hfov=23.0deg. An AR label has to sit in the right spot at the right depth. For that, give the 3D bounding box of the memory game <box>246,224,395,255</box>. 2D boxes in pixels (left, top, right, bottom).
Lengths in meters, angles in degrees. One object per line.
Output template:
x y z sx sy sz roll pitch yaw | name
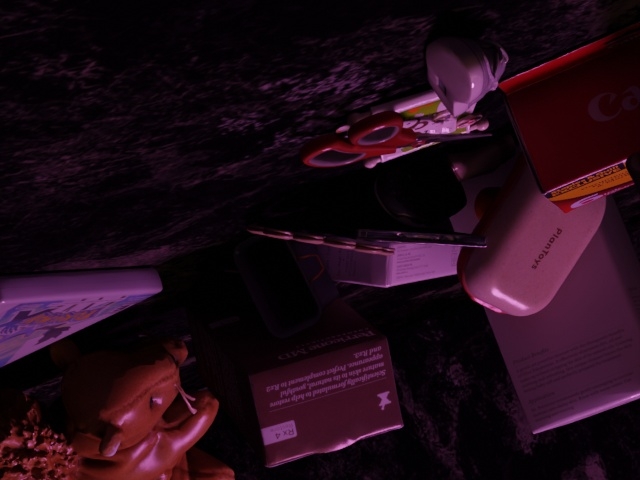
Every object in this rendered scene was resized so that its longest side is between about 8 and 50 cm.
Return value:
0.000 0.000 1.899 0.186 0.012 0.186 9 180 0 | memory game

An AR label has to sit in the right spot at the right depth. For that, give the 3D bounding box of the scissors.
0.081 -0.102 1.642 0.109 0.021 0.297 -27 169 25 | scissors

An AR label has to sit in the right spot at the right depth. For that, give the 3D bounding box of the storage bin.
-0.032 0.042 2.034 0.098 0.135 0.091 -28 180 29 | storage bin

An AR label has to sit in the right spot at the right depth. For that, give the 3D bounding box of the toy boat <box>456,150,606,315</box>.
0.251 -0.029 2.003 0.151 0.151 0.231 27 98 -38 | toy boat

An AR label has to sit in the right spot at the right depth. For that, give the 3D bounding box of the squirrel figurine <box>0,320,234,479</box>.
-0.345 0.284 2.313 0.397 0.281 0.370 -22 165 -8 | squirrel figurine

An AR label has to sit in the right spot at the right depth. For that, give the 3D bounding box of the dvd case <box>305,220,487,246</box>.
0.090 -0.008 1.959 0.165 0.018 0.221 3 -177 -17 | dvd case

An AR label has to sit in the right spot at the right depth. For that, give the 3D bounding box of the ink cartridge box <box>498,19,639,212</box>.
0.373 -0.156 1.747 0.310 0.130 0.272 -23 169 13 | ink cartridge box

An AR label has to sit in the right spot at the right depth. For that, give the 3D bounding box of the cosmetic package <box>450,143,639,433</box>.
0.323 0.053 2.114 0.197 0.365 0.155 -23 169 23 | cosmetic package

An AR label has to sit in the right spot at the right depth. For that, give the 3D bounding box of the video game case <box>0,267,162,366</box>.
-0.390 0.107 1.858 0.300 0.036 0.329 -25 171 24 | video game case

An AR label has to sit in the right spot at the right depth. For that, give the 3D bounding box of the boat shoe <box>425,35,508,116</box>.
0.139 -0.157 1.436 0.063 0.066 0.184 -35 169 -2 | boat shoe

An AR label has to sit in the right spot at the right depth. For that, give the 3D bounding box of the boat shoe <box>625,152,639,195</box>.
0.413 -0.062 1.676 0.120 0.122 0.324 -30 172 20 | boat shoe

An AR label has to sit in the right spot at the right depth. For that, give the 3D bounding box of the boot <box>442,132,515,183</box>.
0.200 -0.106 1.958 0.087 0.042 0.118 -28 171 5 | boot

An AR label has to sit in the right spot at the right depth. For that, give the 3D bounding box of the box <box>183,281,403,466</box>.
-0.048 0.161 2.136 0.191 0.143 0.381 -15 -162 -15 | box

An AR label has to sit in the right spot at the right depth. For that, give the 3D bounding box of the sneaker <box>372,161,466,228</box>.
0.106 -0.042 1.960 0.097 0.084 0.235 -24 171 23 | sneaker

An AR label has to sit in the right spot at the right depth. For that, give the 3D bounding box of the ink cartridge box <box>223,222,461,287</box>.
0.052 0.013 2.213 0.261 0.066 0.296 5 -174 30 | ink cartridge box

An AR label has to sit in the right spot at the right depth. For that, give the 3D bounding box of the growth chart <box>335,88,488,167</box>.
0.100 -0.124 1.664 0.172 0.021 0.237 -20 170 1 | growth chart
